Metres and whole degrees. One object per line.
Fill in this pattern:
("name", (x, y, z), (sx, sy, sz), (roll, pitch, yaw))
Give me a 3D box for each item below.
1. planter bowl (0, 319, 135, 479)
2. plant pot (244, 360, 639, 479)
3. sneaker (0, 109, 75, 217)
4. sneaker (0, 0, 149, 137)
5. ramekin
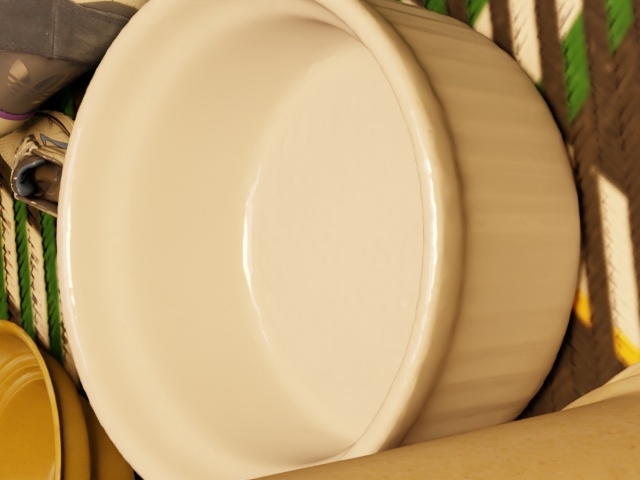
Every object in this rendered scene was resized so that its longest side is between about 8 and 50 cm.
("planter bowl", (-0.175, 0.162, 1.164), (0.217, 0.090, 0.217), (-22, 62, 50))
("plant pot", (0.084, 0.200, 0.740), (0.334, 0.305, 0.334), (-4, 85, 50))
("sneaker", (-0.174, -0.048, 1.200), (0.135, 0.058, 0.052), (32, 112, 42))
("sneaker", (-0.185, -0.245, 1.181), (0.236, 0.130, 0.323), (-40, 57, 27))
("ramekin", (0.000, 0.000, 0.969), (0.277, 0.135, 0.277), (0, 90, 45))
